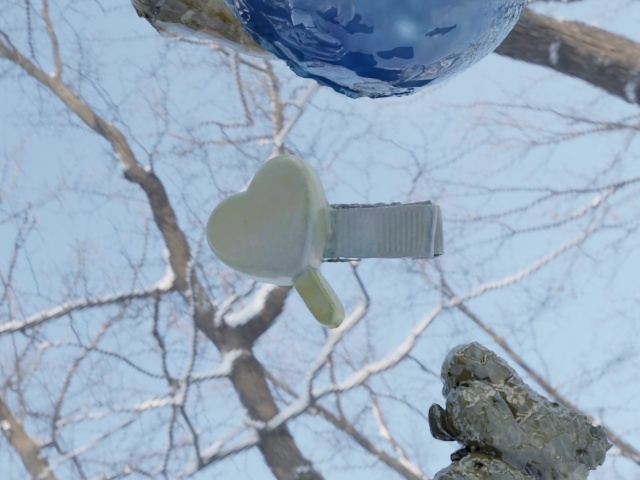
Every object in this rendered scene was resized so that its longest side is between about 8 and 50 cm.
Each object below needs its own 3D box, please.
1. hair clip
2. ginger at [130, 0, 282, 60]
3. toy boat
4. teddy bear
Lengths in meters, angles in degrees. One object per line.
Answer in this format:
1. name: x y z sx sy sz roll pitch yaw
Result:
1. hair clip: -0.001 0.002 1.042 0.071 0.219 0.159 47 -134 -68
2. ginger: -0.057 -0.225 1.111 0.295 0.086 0.131 20 -46 9
3. toy boat: 0.017 -0.225 0.601 0.215 0.330 0.123 13 -41 -28
4. teddy bear: 0.190 0.269 1.214 0.256 0.156 0.267 -43 -71 -36
